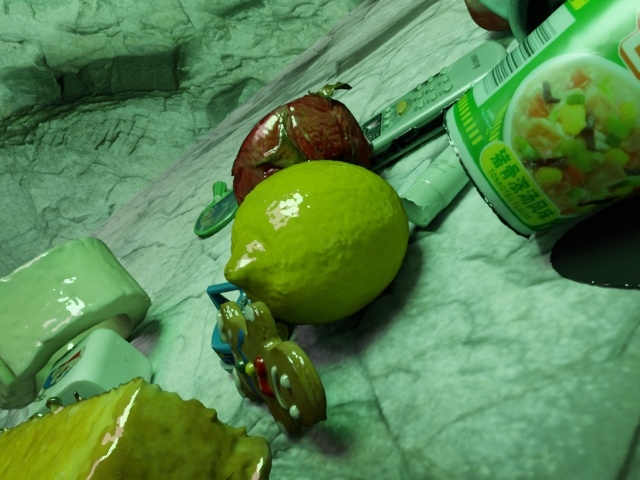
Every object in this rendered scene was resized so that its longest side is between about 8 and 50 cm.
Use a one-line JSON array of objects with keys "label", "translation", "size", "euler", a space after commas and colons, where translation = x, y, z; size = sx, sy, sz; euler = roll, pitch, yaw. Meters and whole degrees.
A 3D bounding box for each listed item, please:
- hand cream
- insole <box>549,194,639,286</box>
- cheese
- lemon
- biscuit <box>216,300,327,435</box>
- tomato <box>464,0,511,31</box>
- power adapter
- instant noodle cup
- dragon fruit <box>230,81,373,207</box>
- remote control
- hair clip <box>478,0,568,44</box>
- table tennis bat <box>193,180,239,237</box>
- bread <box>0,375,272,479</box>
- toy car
[{"label": "hand cream", "translation": [0.177, -0.101, 0.643], "size": [0.205, 0.050, 0.078], "euler": [-46, 25, -18]}, {"label": "insole", "translation": [0.318, -0.024, 0.351], "size": [0.322, 0.007, 0.109], "euler": [-20, 33, 40]}, {"label": "cheese", "translation": [-0.460, 0.146, 0.906], "size": [0.292, 0.153, 0.332], "euler": [-38, -9, -32]}, {"label": "lemon", "translation": [0.000, 0.000, 0.581], "size": [0.244, 0.187, 0.186], "euler": [-18, 10, -32]}, {"label": "biscuit", "translation": [-0.055, 0.127, 0.511], "size": [0.031, 0.138, 0.205], "euler": [-18, 12, -29]}, {"label": "tomato", "translation": [0.309, -0.443, 0.870], "size": [0.152, 0.186, 0.187], "euler": [-61, 22, 11]}, {"label": "power adapter", "translation": [-0.329, 0.243, 0.731], "size": [0.130, 0.125, 0.205], "euler": [-39, 24, 5]}, {"label": "instant noodle cup", "translation": [0.235, -0.119, 0.422], "size": [0.232, 0.207, 0.207], "euler": [-33, 25, 32]}, {"label": "dragon fruit", "translation": [-0.001, -0.078, 0.730], "size": [0.223, 0.219, 0.148], "euler": [-34, 55, -7]}, {"label": "remote control", "translation": [0.165, -0.209, 0.828], "size": [0.296, 0.056, 0.140], "euler": [-30, 29, 27]}, {"label": "hair clip", "translation": [0.343, -0.378, 0.586], "size": [0.318, 0.392, 0.238], "euler": [-54, 0, -22]}, {"label": "table tennis bat", "translation": [-0.251, -0.091, 1.282], "size": [0.160, 0.039, 0.257], "euler": [-36, 27, 7]}, {"label": "bread", "translation": [-0.204, 0.260, 0.431], "size": [0.339, 0.194, 0.179], "euler": [-25, 29, 30]}, {"label": "toy car", "translation": [-0.085, 0.073, 0.680], "size": [0.097, 0.100, 0.191], "euler": [-14, 40, 40]}]
